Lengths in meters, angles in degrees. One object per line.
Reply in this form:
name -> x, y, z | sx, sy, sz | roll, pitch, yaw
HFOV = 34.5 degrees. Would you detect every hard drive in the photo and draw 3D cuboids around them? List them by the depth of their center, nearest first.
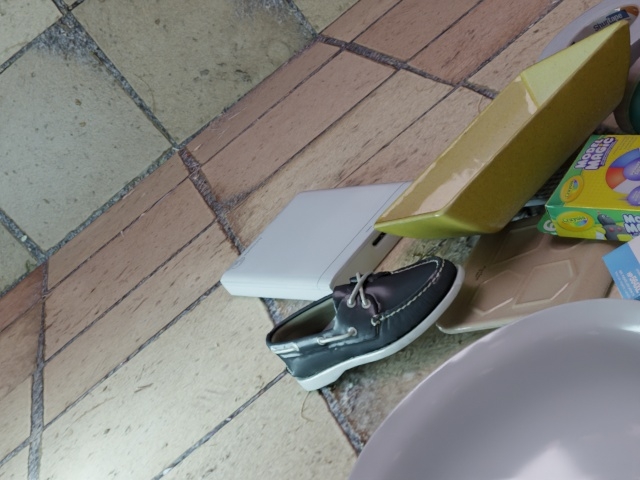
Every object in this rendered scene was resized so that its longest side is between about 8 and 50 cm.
hard drive -> 0.000, 0.000, 1.657 | 0.233, 0.047, 0.353 | -48, 22, -23

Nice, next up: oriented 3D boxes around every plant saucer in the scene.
plant saucer -> 0.240, -0.113, 1.331 | 0.333, 0.081, 0.333 | -46, 7, -9

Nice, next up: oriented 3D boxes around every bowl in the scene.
bowl -> 0.165, 0.188, 0.727 | 0.298, 0.134, 0.298 | -32, 20, 13

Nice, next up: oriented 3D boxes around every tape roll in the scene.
tape roll -> 0.421, -0.275, 1.475 | 0.219, 0.072, 0.219 | -34, 21, 15

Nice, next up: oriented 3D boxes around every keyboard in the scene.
keyboard -> 0.295, -0.072, 1.320 | 0.072, 0.014, 0.256 | -47, 17, -19

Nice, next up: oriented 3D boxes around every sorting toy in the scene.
sorting toy -> 0.253, 0.033, 1.189 | 0.208, 0.038, 0.193 | -10, 36, 45

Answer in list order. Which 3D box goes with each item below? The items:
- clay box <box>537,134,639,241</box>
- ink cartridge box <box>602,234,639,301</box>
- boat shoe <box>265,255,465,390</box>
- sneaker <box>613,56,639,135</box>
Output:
clay box -> 0.348, -0.058, 1.121 | 0.222, 0.053, 0.127 | 6, 47, 43
ink cartridge box -> 0.352, 0.030, 0.940 | 0.143, 0.092, 0.090 | -33, 22, 17
boat shoe -> 0.046, 0.092, 1.262 | 0.302, 0.091, 0.114 | -37, 16, 35
sneaker -> 0.478, -0.250, 1.238 | 0.302, 0.108, 0.121 | -62, 28, 3
